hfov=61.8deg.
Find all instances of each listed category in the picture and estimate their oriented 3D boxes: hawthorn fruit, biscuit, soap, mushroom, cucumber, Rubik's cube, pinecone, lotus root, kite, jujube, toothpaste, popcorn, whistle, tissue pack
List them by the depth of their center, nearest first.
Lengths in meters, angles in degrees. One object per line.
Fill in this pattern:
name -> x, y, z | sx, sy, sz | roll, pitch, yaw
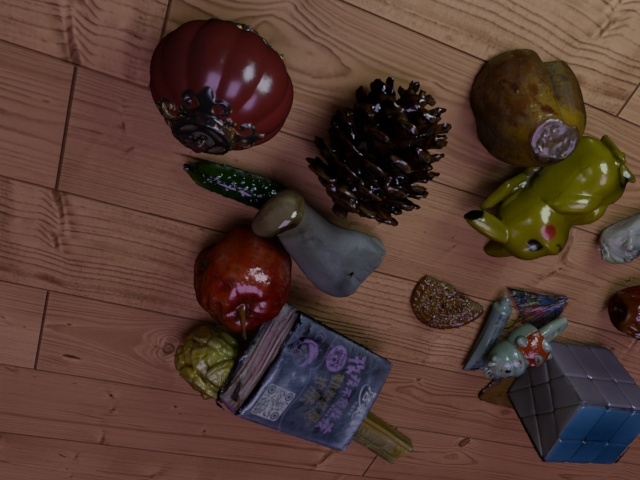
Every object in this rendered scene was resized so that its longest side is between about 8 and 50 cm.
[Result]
pinecone -> 0.105, -0.150, 0.943 | 0.224, 0.224, 0.272 | 31, 110, -26
lotus root -> 0.385, -0.227, 0.957 | 0.188, 0.180, 0.199 | -18, 125, 8
cucumber -> -0.151, -0.105, 1.026 | 0.227, 0.069, 0.069 | 18, 120, -16
hawthorn fruit -> -0.153, 0.098, 1.053 | 0.208, 0.243, 0.207 | -4, 127, -5
mushroom -> 0.000, 0.000, 1.056 | 0.329, 0.122, 0.159 | 40, 71, -44
mushroom -> 0.747, -0.045, 1.190 | 0.278, 0.099, 0.096 | -36, 135, 11
tissue pack -> -0.017, 0.320, 1.216 | 0.361, 0.122, 0.259 | 34, 85, -40
popcorn -> -0.241, 0.291, 1.234 | 0.168, 0.173, 0.195 | 11, 160, 27
biscuit -> 0.297, 0.165, 1.299 | 0.206, 0.025, 0.126 | 28, 116, -24
jujube -> 0.851, 0.191, 1.317 | 0.255, 0.190, 0.190 | 8, 123, -5
whistle -> 0.515, 0.271, 1.342 | 0.253, 0.105, 0.101 | -31, 164, -8
kite -> 0.537, 0.177, 1.353 | 0.183, 0.014, 0.241 | -32, 123, 16
toothpaste -> 0.432, 0.242, 1.360 | 0.069, 0.047, 0.268 | -22, 135, -36
Rubik's cube -> 0.670, 0.422, 1.398 | 0.225, 0.221, 0.231 | 7, 122, -13
biscuit -> 0.596, 0.401, 1.514 | 0.237, 0.013, 0.232 | 21, 118, -20
soap -> 0.162, 0.565, 1.545 | 0.092, 0.037, 0.252 | -39, 120, 16

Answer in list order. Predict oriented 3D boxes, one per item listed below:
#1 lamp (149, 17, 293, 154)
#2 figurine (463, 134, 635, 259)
lamp -> -0.157, -0.233, 0.844 | 0.227, 0.227, 0.226 | -4, 125, -6
figurine -> 0.452, -0.075, 1.072 | 0.326, 0.169, 0.218 | -48, 141, 16
